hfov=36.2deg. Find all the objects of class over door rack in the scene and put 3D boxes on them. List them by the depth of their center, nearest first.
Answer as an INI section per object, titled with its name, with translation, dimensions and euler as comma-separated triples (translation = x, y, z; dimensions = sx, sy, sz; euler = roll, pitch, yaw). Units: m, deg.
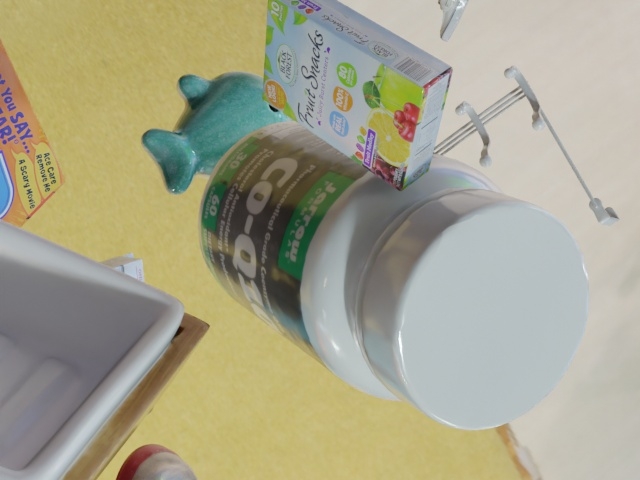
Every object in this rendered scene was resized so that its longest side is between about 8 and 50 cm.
[over door rack]
translation = 0.324, -0.104, 1.692
dimensions = 0.239, 0.324, 0.108
euler = -36, 171, 29

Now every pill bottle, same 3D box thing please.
[pill bottle]
translation = 0.046, 0.015, 0.846
dimensions = 0.204, 0.361, 0.204
euler = -7, 105, -26

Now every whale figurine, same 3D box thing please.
[whale figurine]
translation = -0.144, -0.163, 1.486
dimensions = 0.272, 0.141, 0.216
euler = -31, 96, -50

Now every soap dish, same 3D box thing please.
[soap dish]
translation = -0.261, 0.091, 0.701
dimensions = 0.229, 0.291, 0.118
euler = -55, 162, -50

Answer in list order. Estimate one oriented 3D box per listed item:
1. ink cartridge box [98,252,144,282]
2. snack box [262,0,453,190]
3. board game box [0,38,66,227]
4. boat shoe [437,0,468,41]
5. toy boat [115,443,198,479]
[ink cartridge box]
translation = -0.374, 0.090, 1.770
dimensions = 0.180, 0.060, 0.104
euler = -23, 113, -56
[snack box]
translation = 0.022, -0.112, 0.709
dimensions = 0.037, 0.141, 0.100
euler = -38, 153, -33
[board game box]
translation = -0.583, -0.125, 1.100
dimensions = 0.356, 0.356, 0.356
euler = -53, 150, -31
[boat shoe]
translation = 0.155, -0.284, 1.148
dimensions = 0.035, 0.035, 0.100
euler = 24, 123, 7
[toy boat]
translation = -0.263, 0.367, 1.267
dimensions = 0.231, 0.151, 0.151
euler = -61, 147, -8
